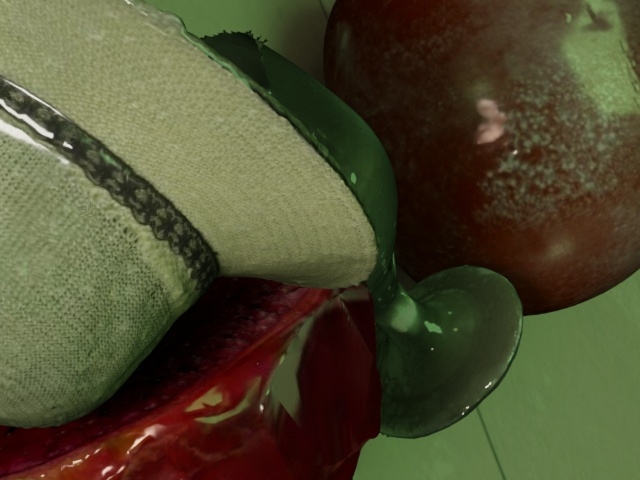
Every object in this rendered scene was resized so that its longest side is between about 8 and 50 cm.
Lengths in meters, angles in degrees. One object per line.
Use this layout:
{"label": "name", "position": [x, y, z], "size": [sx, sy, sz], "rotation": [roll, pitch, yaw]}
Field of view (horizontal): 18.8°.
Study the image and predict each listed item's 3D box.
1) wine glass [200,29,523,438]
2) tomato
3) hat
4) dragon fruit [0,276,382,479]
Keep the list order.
{"label": "wine glass", "position": [0.000, 0.000, 1.032], "size": [0.241, 0.126, 0.126], "rotation": [42, 36, -35]}
{"label": "tomato", "position": [0.132, -0.091, 1.222], "size": [0.270, 0.227, 0.270], "rotation": [45, 32, -38]}
{"label": "hat", "position": [-0.120, -0.007, 0.701], "size": [0.257, 0.257, 0.130], "rotation": [44, 71, -36]}
{"label": "dragon fruit", "position": [-0.052, 0.091, 0.823], "size": [0.163, 0.189, 0.262], "rotation": [48, 45, 1]}
